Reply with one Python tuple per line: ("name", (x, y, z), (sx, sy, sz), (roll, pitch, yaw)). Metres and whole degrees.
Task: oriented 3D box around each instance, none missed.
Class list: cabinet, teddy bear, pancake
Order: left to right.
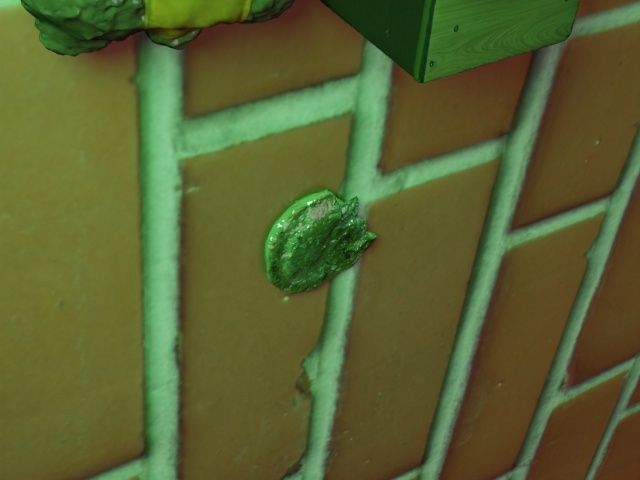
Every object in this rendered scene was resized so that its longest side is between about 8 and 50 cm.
("teddy bear", (-0.101, -0.186, 0.648), (0.190, 0.140, 0.177), (-19, 141, -15))
("pancake", (-0.004, 0.005, 1.003), (0.116, 0.023, 0.129), (-36, 143, -5))
("cabinet", (0.092, -0.257, 0.708), (0.148, 0.175, 0.215), (-20, 137, -26))
